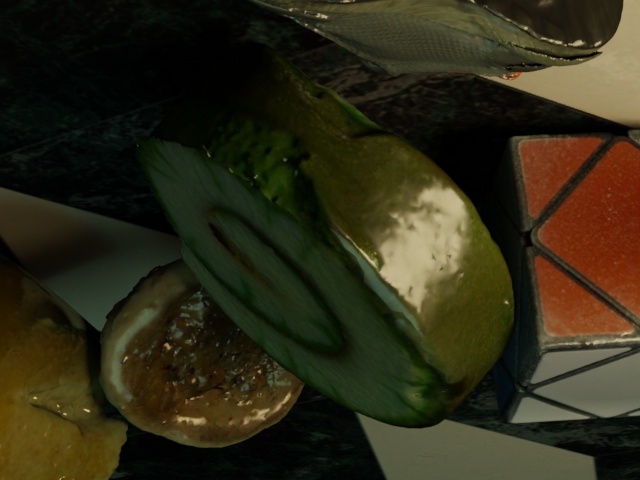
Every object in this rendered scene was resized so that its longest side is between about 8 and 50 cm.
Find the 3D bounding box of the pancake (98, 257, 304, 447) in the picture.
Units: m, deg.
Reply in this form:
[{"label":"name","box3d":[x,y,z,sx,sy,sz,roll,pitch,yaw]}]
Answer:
[{"label":"pancake","box3d":[-0.091,0.097,1.783,0.282,0.049,0.282,-17,129,-22]}]

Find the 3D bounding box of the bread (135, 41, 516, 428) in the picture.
[{"label":"bread","box3d":[0.000,0.000,1.525,0.366,0.129,0.382,48,160,-15]}]

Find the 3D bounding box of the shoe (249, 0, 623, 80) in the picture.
[{"label":"shoe","box3d":[0.041,-0.190,1.280,0.336,0.132,0.171,11,163,-18]}]

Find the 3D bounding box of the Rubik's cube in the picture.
[{"label":"Rubik's cube","box3d":[0.259,0.035,1.560,0.207,0.205,0.205,-4,156,-7]}]

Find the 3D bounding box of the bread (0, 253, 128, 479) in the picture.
[{"label":"bread","box3d":[-0.383,0.133,1.845,0.395,0.264,0.239,29,178,43]}]
